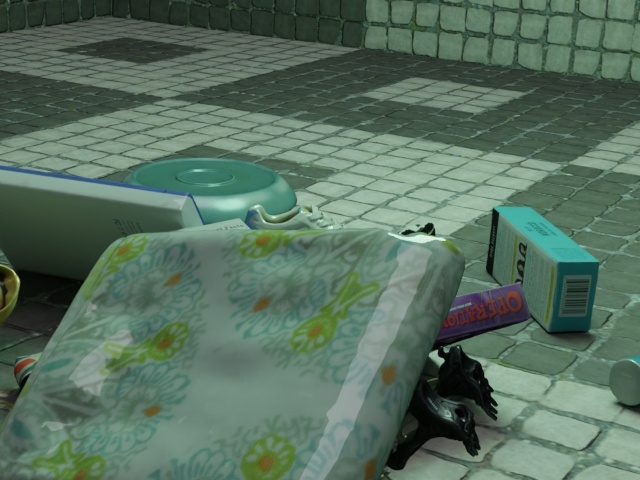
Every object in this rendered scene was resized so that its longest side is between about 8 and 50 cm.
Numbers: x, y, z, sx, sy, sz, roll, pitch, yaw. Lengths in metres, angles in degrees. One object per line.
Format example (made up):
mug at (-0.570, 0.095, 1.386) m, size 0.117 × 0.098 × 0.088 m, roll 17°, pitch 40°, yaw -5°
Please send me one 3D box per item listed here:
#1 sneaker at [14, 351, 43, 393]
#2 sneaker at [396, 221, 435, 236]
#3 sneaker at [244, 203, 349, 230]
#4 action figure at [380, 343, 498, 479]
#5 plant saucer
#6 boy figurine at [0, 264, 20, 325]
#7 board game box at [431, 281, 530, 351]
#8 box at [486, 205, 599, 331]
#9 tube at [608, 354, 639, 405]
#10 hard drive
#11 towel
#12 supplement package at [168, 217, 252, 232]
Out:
sneaker at (-0.262, 0.134, 1.308) m, size 0.161 × 0.057 × 0.075 m, roll -10°, pitch 27°, yaw -26°
sneaker at (0.134, -0.001, 1.811) m, size 0.043 × 0.040 × 0.109 m, roll -5°, pitch 7°, yaw 36°
sneaker at (0.000, 0.000, 1.692) m, size 0.228 × 0.092 × 0.087 m, roll 3°, pitch 17°, yaw 0°
action figure at (0.017, 0.190, 1.060) m, size 0.275 × 0.141 × 0.164 m, roll -19°, pitch 19°, yaw 23°
plant saucer at (-0.198, -0.092, 2.029) m, size 0.317 × 0.044 × 0.317 m, roll 3°, pitch 19°, yaw -1°
boy figurine at (-0.460, 0.092, 1.306) m, size 0.285 × 0.092 × 0.177 m, roll -9°, pitch 60°, yaw -39°
board game box at (0.029, 0.115, 1.263) m, size 0.346 × 0.056 × 0.208 m, roll -10°, pitch -15°, yaw -31°
box at (0.298, 0.034, 1.612) m, size 0.060 × 0.101 × 0.244 m, roll 0°, pitch 19°, yaw -12°
tube at (0.418, 0.149, 1.373) m, size 0.207 × 0.052 × 0.080 m, roll -6°, pitch 26°, yaw -41°
hard drive at (-0.291, -0.008, 1.534) m, size 0.318 × 0.210 × 0.040 m, roll 9°, pitch 57°, yaw 19°
towel at (-0.093, 0.120, 1.007) m, size 0.374 × 0.090 × 0.320 m, roll 1°, pitch 49°, yaw 32°
supplement package at (-0.099, 0.068, 1.393) m, size 0.105 × 0.105 × 0.179 m, roll -12°, pitch 37°, yaw -35°
